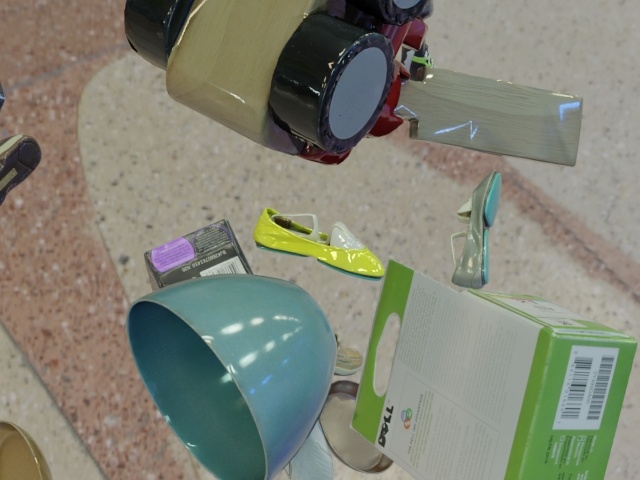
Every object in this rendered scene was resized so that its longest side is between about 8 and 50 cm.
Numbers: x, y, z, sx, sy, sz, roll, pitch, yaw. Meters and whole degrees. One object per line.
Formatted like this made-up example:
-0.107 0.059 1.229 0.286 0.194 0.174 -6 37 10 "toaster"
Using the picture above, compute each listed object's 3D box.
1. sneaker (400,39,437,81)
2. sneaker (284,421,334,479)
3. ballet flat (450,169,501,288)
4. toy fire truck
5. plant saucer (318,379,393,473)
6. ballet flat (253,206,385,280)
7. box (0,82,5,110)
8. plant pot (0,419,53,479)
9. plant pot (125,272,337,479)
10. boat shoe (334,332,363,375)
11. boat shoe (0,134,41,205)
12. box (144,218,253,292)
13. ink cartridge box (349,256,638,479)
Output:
0.199 -0.319 1.974 0.097 0.235 0.084 5 53 4 "sneaker"
-0.041 0.279 1.580 0.085 0.237 0.086 -23 25 -22 "sneaker"
0.246 -0.022 1.683 0.068 0.072 0.213 2 63 20 "ballet flat"
0.058 -0.134 0.539 0.158 0.217 0.246 28 7 25 "toy fire truck"
0.056 0.311 1.723 0.168 0.029 0.168 27 42 -28 "plant saucer"
0.000 0.000 1.679 0.231 0.077 0.077 16 15 16 "ballet flat"
-0.690 -0.156 1.552 0.312 0.343 0.179 17 24 -34 "box"
-0.436 0.375 1.500 0.032 0.236 0.236 -2 49 -41 "plant pot"
-0.094 0.157 1.384 0.195 0.290 0.290 -33 65 -31 "plant pot"
0.021 0.202 1.885 0.068 0.072 0.190 27 12 33 "boat shoe"
-0.608 -0.096 1.844 0.095 0.095 0.257 10 40 33 "boat shoe"
-0.214 0.097 1.913 0.165 0.270 0.143 -23 73 -12 "box"
0.143 0.134 0.949 0.097 0.189 0.255 6 11 -29 "ink cartridge box"
